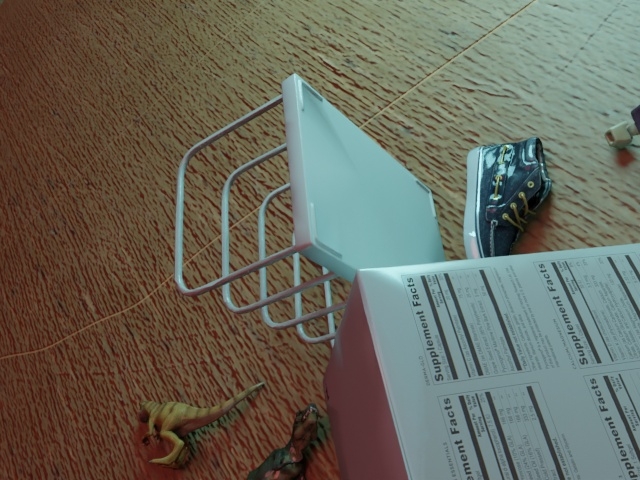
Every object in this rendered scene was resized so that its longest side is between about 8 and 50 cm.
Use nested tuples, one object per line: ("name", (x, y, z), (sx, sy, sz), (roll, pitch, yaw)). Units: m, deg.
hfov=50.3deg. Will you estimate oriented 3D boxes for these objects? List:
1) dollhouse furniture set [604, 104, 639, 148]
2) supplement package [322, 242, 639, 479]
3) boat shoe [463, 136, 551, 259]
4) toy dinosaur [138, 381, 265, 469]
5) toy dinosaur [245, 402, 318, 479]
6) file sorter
("dollhouse furniture set", (0.368, -0.088, 0.699), (0.081, 0.091, 0.114), (-15, 77, -18))
("supplement package", (0.157, 0.142, 0.530), (0.262, 0.199, 0.198), (-5, 56, -12))
("boat shoe", (0.207, -0.032, 0.748), (0.083, 0.065, 0.184), (-12, 60, 32))
("toy dinosaur", (-0.181, 0.238, 0.892), (0.211, 0.064, 0.112), (-10, 61, 32))
("toy dinosaur", (-0.070, 0.311, 0.778), (0.268, 0.064, 0.118), (-46, 35, 8))
("file sorter", (0.000, 0.000, 0.746), (0.173, 0.277, 0.193), (-24, 55, 29))
